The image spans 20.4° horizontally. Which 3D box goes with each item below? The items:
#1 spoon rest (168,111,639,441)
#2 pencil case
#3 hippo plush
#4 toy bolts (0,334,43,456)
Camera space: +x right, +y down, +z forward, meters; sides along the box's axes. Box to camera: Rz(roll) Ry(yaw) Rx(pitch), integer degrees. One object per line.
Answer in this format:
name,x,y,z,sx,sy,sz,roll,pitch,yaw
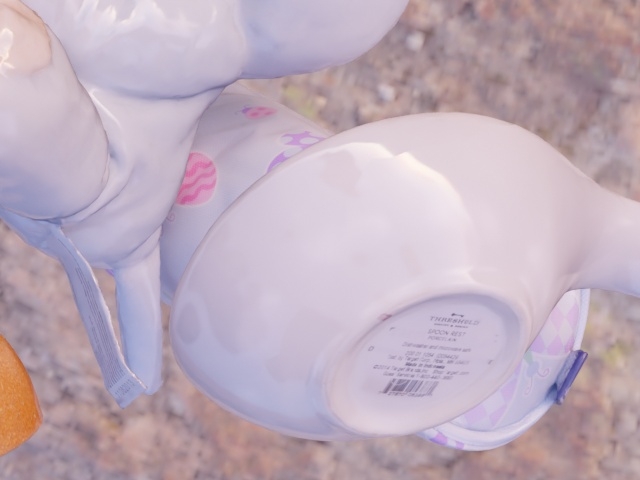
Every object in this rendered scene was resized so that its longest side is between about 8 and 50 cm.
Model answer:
spoon rest,0.073,0.021,0.623,0.276,0.084,0.137,10,128,-33
pencil case,0.000,0.000,0.840,0.273,0.124,0.113,22,174,47
hippo plush,-0.070,-0.113,0.774,0.236,0.234,0.294,-34,88,-2
toy bolts,-0.212,0.076,0.525,0.218,0.228,0.158,1,106,58
